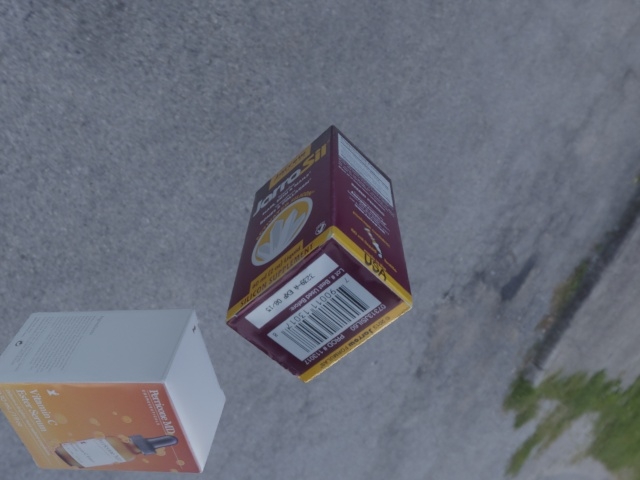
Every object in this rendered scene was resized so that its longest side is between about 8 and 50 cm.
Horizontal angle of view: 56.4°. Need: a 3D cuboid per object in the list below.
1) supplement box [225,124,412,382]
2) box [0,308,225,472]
[{"bbox_3d":[0.000,0.000,0.469,0.104,0.188,0.081,-39,114,22],"label":"supplement box"},{"bbox_3d":[-0.194,0.142,0.565,0.091,0.170,0.130,-78,162,-54],"label":"box"}]
